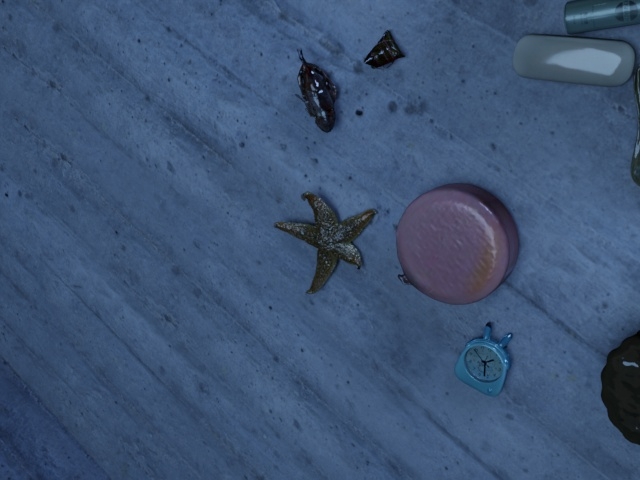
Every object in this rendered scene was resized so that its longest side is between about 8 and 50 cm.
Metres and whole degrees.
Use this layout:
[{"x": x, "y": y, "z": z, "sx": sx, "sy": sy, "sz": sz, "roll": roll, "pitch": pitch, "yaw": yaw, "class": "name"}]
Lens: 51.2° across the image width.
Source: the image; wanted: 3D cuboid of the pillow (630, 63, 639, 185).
[{"x": 0.584, "y": -0.190, "z": 1.100, "sx": 0.130, "sy": 0.033, "sz": 0.217, "roll": 6, "pitch": 109, "yaw": 34, "class": "pillow"}]

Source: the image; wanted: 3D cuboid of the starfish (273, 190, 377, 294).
[{"x": 0.002, "y": -0.003, "z": 1.565, "sx": 0.231, "sy": 0.048, "sz": 0.295, "roll": 38, "pitch": 126, "yaw": 7, "class": "starfish"}]

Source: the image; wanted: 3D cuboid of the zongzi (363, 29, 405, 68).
[{"x": 0.120, "y": -0.373, "z": 1.359, "sx": 0.083, "sy": 0.073, "sz": 0.067, "roll": -32, "pitch": 85, "yaw": -2, "class": "zongzi"}]

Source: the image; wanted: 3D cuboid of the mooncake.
[{"x": 0.621, "y": 0.257, "z": 1.175, "sx": 0.228, "sy": 0.124, "sz": 0.228, "roll": 11, "pitch": 108, "yaw": 36, "class": "mooncake"}]

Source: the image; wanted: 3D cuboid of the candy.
[{"x": 0.268, "y": 0.011, "z": 1.351, "sx": 0.255, "sy": 0.094, "sz": 0.255, "roll": 12, "pitch": 112, "yaw": 32, "class": "candy"}]

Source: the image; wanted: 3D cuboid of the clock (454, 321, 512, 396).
[{"x": 0.351, "y": 0.249, "z": 1.406, "sx": 0.108, "sy": 0.045, "sz": 0.147, "roll": 27, "pitch": 119, "yaw": 24, "class": "clock"}]

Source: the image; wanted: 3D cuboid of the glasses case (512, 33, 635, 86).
[{"x": 0.434, "y": -0.312, "z": 1.152, "sx": 0.204, "sy": 0.051, "sz": 0.081, "roll": 17, "pitch": 116, "yaw": 30, "class": "glasses case"}]

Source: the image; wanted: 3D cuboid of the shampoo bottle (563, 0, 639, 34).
[{"x": 0.501, "y": -0.377, "z": 1.082, "sx": 0.195, "sy": 0.056, "sz": 0.056, "roll": 0, "pitch": 106, "yaw": 35, "class": "shampoo bottle"}]

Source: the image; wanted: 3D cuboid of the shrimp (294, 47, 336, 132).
[{"x": -0.012, "y": -0.327, "z": 1.452, "sx": 0.190, "sy": 0.075, "sz": 0.073, "roll": 64, "pitch": 160, "yaw": -8, "class": "shrimp"}]
